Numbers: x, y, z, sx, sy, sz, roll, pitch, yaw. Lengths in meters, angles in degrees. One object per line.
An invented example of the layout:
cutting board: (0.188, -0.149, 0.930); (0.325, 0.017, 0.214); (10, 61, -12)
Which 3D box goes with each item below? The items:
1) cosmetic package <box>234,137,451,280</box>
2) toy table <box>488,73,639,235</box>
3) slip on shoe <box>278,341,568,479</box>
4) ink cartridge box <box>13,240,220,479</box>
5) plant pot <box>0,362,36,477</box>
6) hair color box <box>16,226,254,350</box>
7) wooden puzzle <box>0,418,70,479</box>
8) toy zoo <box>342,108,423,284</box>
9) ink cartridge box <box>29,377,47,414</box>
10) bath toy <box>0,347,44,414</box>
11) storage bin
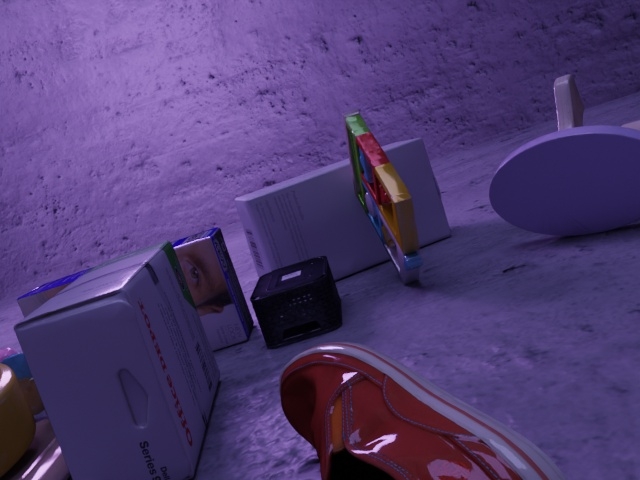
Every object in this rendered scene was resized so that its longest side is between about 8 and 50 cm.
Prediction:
cosmetic package: (0.045, -0.049, 1.369); (0.385, 0.217, 0.156); (-19, 9, -15)
toy table: (0.421, -0.122, 1.083); (0.274, 0.252, 0.161); (0, 35, 32)
slip on shoe: (0.037, 0.157, 0.498); (0.101, 0.123, 0.331); (-26, 16, -22)
ink cartridge box: (-0.217, 0.135, 0.792); (0.121, 0.211, 0.289); (-18, 9, 0)
plant pot: (-0.488, 0.164, 0.760); (0.254, 0.239, 0.254); (-14, 16, 4)
hair color box: (-0.303, 0.120, 1.138); (0.338, 0.185, 0.110); (-18, 9, 2)
wooden puzzle: (-0.403, 0.285, 0.831); (0.238, 0.044, 0.221); (-14, 9, 1)
toy zoo: (0.107, -0.061, 1.125); (0.030, 0.192, 0.293); (-19, 46, -6)
ink cartridge box: (-0.340, 0.201, 0.981); (0.109, 0.062, 0.209); (-13, -1, -13)
bath toy: (-0.560, 0.233, 1.154); (0.151, 0.129, 0.348); (17, -12, -34)
storage bin: (-0.036, 0.094, 1.087); (0.122, 0.084, 0.180); (-18, 10, 4)
